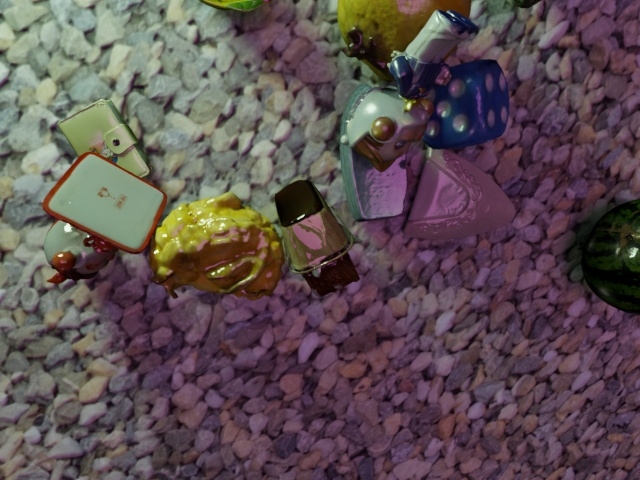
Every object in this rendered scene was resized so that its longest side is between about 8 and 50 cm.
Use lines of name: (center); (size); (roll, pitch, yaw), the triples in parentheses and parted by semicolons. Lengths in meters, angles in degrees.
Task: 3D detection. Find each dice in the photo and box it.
dice: (0.278, -0.261, 0.796); (0.146, 0.143, 0.146); (-24, 108, -42)

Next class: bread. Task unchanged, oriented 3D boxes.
bread: (0.000, 0.000, 0.788); (0.142, 0.224, 0.212); (-28, 119, 3)

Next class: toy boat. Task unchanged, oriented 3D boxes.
toy boat: (0.106, -0.176, 0.841); (0.127, 0.078, 0.283); (-8, 104, -5)

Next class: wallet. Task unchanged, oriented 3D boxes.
wallet: (-0.402, -0.176, 0.773); (0.110, 0.039, 0.155); (-28, 104, 0)

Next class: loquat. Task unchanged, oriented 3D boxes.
loquat: (0.141, -0.400, 0.725); (0.243, 0.244, 0.244); (-2, 102, -9)

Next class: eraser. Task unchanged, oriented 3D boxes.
eraser: (0.324, -0.085, 0.904); (0.243, 0.059, 0.205); (12, 99, -8)

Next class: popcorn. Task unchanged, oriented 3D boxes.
popcorn: (-0.180, 0.023, 0.761); (0.250, 0.250, 0.190); (-4, 67, -9)

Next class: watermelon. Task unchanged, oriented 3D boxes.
watermelon: (0.735, 0.038, 0.906); (0.268, 0.269, 0.269); (-2, 102, -9)

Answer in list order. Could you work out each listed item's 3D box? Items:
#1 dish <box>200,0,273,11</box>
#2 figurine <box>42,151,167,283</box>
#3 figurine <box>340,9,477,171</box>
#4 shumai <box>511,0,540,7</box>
dish: (-0.176, -0.480, 0.728); (0.207, 0.080, 0.149); (35, 90, -13)
figurine: (-0.417, -0.002, 0.731); (0.160, 0.184, 0.226); (33, 121, -25)
figurine: (0.132, -0.237, 0.672); (0.133, 0.274, 0.194); (41, 65, 10)
shumai: (0.399, -0.657, 0.699); (0.323, 0.324, 0.397); (40, 88, 0)
